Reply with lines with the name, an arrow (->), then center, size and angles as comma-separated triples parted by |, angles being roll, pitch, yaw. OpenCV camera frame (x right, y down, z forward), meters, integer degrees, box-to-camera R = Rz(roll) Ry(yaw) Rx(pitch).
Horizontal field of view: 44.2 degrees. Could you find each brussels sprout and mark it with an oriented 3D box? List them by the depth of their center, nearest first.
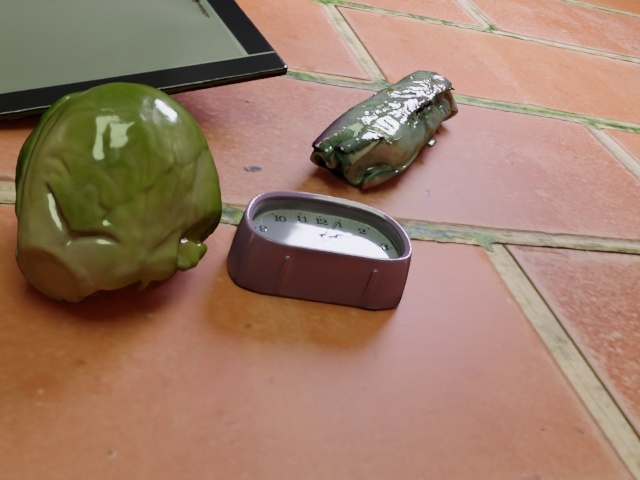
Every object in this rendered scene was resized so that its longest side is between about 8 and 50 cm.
brussels sprout -> -0.154, -0.044, 0.588 | 0.131, 0.145, 0.183 | 1, 20, 24

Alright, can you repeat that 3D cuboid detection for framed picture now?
framed picture -> -0.242, -0.229, 0.844 | 0.347, 0.016, 0.265 | -17, 52, -27

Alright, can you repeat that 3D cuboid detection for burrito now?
burrito -> 0.085, -0.136, 0.901 | 0.096, 0.066, 0.309 | 23, 32, 17

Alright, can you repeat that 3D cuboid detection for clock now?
clock -> 0.000, 0.000, 0.670 | 0.152, 0.050, 0.110 | 9, 33, -14
